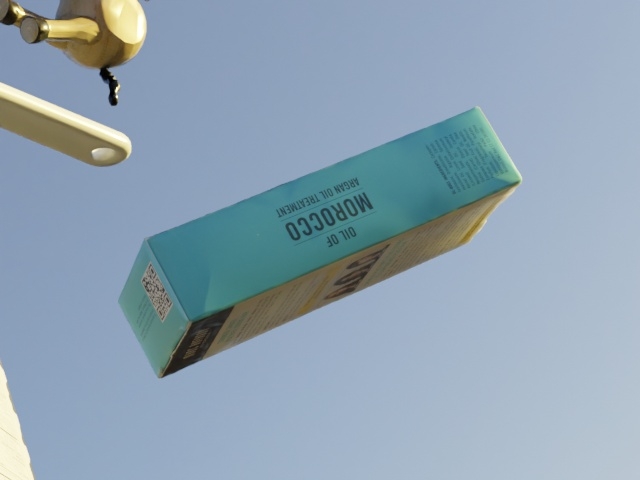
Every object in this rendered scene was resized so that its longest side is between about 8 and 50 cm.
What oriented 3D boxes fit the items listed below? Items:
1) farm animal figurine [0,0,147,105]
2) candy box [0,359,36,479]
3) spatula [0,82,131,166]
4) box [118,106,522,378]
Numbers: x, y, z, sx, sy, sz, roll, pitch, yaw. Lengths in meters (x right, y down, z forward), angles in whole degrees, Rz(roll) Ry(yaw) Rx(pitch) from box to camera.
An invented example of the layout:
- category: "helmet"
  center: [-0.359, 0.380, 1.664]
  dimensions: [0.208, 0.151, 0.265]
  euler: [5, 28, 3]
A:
- category: "farm animal figurine"
  center: [-0.130, -0.311, 1.193]
  dimensions: [0.172, 0.326, 0.330]
  euler: [5, -51, -52]
- category: "candy box"
  center: [-0.286, 0.162, 1.139]
  dimensions: [0.165, 0.196, 0.070]
  euler: [-33, -40, 8]
- category: "spatula"
  center: [-0.182, -0.033, 0.514]
  dimensions: [0.168, 0.019, 0.242]
  euler: [-29, -32, 28]
- category: "box"
  center: [0.000, 0.000, 1.051]
  dimensions: [0.244, 0.060, 0.100]
  euler: [-23, -16, -25]
